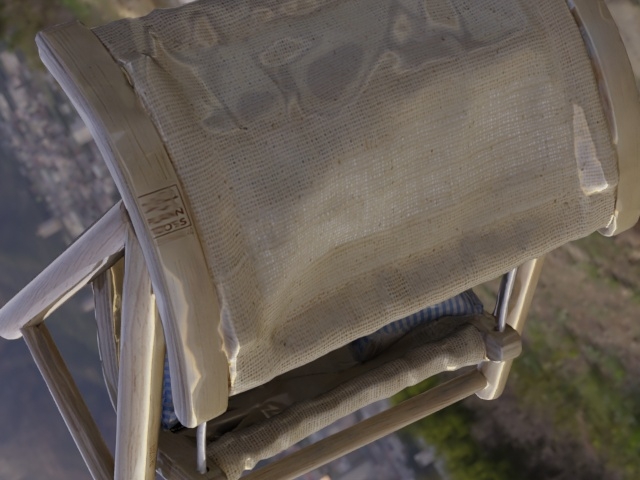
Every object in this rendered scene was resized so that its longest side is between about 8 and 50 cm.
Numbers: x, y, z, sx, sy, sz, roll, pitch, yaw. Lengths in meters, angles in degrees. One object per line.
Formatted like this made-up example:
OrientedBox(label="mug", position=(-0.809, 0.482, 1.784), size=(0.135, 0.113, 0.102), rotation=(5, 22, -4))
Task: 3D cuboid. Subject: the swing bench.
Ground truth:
OrientedBox(label="swing bench", position=(0.000, 0.000, 0.648), size=(0.165, 0.253, 0.255), rotation=(58, 149, 19))
